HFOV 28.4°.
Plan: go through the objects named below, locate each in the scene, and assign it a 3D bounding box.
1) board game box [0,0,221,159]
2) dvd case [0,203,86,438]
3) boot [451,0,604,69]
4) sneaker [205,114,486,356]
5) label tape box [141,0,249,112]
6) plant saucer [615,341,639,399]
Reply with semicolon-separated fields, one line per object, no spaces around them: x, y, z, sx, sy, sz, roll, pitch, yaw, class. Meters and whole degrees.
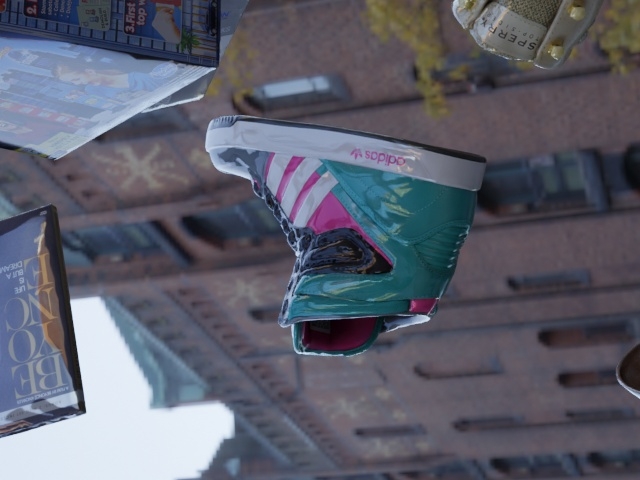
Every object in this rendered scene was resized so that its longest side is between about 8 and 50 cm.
-0.188;-0.114;0.700;0.194;0.194;0.060;13;-111;-37;board game box
-0.325;0.088;1.266;0.018;0.164;0.221;45;-150;-67;dvd case
0.154;-0.191;0.728;0.203;0.095;0.262;-57;0;21;boot
0.000;0.000;1.008;0.124;0.295;0.178;8;-86;-40;sneaker
-0.192;-0.357;1.606;0.241;0.106;0.334;64;150;18;label tape box
0.344;0.101;1.036;0.198;0.198;0.036;-45;-61;-68;plant saucer
